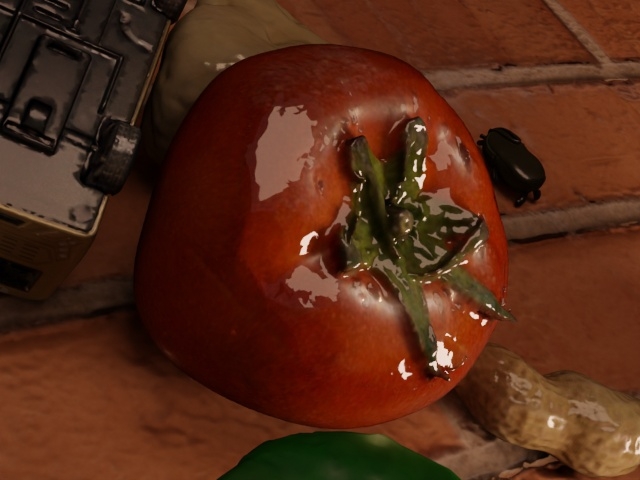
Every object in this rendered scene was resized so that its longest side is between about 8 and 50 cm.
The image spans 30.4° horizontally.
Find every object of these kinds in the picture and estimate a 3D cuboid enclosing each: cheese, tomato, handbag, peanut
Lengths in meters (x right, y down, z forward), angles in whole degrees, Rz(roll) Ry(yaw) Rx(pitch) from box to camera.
[{"bbox_3d":[-0.098,-0.164,1.241,0.247,0.174,0.251,-11,52,-45],"label":"cheese"},{"bbox_3d":[0.000,0.000,1.054,0.341,0.273,0.341,6,78,-30],"label":"tomato"},{"bbox_3d":[0.238,-0.099,1.468,0.072,0.047,0.111,-15,56,-34],"label":"handbag"},{"bbox_3d":[0.223,0.165,1.154,0.227,0.086,0.104,20,31,-8],"label":"peanut"}]

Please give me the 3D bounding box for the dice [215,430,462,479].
[{"bbox_3d":[-0.002,0.316,0.695,0.287,0.300,0.297,33,41,9],"label":"dice"}]

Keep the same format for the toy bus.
[{"bbox_3d":[-0.247,-0.142,1.066,0.177,0.202,0.365,23,54,-14],"label":"toy bus"}]
